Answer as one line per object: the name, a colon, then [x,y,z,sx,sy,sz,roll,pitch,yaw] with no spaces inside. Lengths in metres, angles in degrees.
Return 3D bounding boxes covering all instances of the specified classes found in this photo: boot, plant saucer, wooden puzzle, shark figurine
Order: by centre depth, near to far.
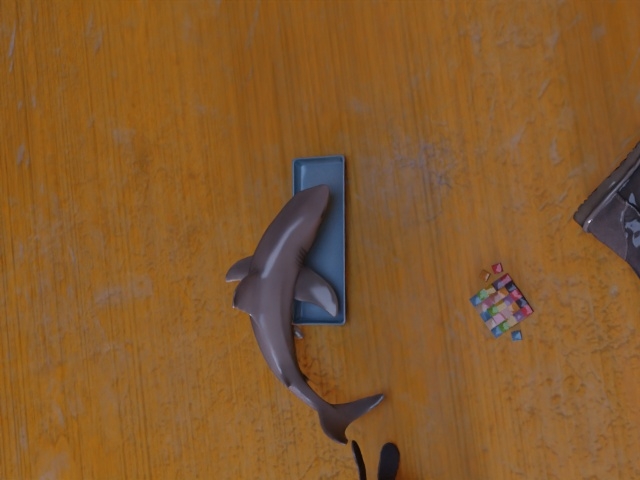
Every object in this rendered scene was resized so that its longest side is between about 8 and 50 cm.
boot: [0.362,-0.005,0.836,0.208,0.076,0.190,50,121,26]
wooden puzzle: [0.189,0.067,0.950,0.049,0.006,0.083,-38,72,18]
shark figurine: [-0.048,0.090,0.984,0.166,0.116,0.278,-17,78,25]
plant saucer: [0.000,0.000,1.037,0.067,0.018,0.192,-2,87,25]

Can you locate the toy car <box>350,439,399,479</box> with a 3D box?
toy car: [0.083,0.292,0.917,0.148,0.155,0.188,-26,64,22]
